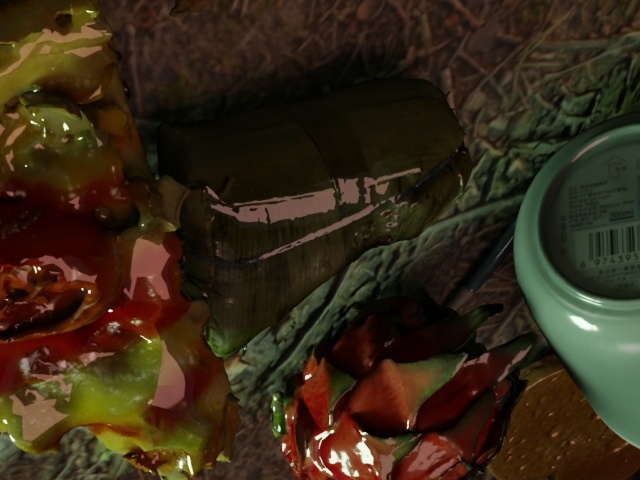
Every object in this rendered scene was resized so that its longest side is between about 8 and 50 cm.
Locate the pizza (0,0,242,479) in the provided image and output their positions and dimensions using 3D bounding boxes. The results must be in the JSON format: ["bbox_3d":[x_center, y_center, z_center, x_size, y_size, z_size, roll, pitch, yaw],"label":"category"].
[{"bbox_3d":[-0.195,0.056,1.055,0.406,0.130,0.440,37,111,-24],"label":"pizza"}]

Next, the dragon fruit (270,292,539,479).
[{"bbox_3d":[0.082,0.149,1.315,0.274,0.193,0.192,-19,-175,18],"label":"dragon fruit"}]

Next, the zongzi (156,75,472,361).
[{"bbox_3d":[0.000,0.000,1.187,0.250,0.125,0.274,-13,135,-11],"label":"zongzi"}]

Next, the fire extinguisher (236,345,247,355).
[{"bbox_3d":[-0.089,0.078,1.282,0.083,0.022,0.028,39,68,-47],"label":"fire extinguisher"}]

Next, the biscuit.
[{"bbox_3d":[0.289,0.203,1.608,0.288,0.044,0.202,20,118,-43],"label":"biscuit"}]

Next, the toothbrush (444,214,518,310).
[{"bbox_3d":[0.157,0.032,1.384,0.019,0.025,0.276,18,119,-39],"label":"toothbrush"}]

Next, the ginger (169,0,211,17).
[{"bbox_3d":[-0.063,-0.251,0.964,0.133,0.059,0.214,-25,139,-15],"label":"ginger"}]

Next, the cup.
[{"bbox_3d":[0.342,-0.006,1.310,0.357,0.259,0.274,-63,145,-15],"label":"cup"}]
